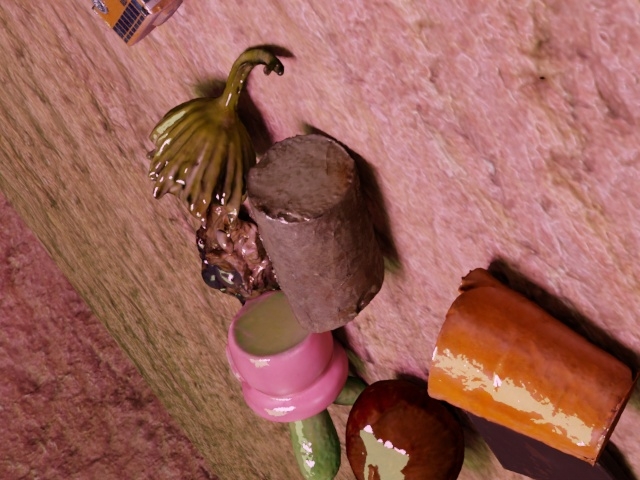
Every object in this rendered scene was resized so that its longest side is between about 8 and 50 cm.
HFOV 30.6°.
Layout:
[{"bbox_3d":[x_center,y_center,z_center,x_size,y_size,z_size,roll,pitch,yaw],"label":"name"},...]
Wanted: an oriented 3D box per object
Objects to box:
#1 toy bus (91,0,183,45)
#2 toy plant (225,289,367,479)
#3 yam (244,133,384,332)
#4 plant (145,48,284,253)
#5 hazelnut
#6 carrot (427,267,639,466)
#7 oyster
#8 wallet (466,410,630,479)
[{"bbox_3d":[-0.258,-0.354,1.685,0.103,0.091,0.182,48,160,-9],"label":"toy bus"},{"bbox_3d":[-0.045,0.250,2.236,0.317,0.210,0.356,-108,-8,-48],"label":"toy plant"},{"bbox_3d":[0.000,0.000,1.740,0.168,0.168,0.304,29,153,36],"label":"yam"},{"bbox_3d":[-0.122,-0.181,1.763,0.180,0.333,0.251,17,-144,-36],"label":"plant"},{"bbox_3d":[0.159,0.352,2.060,0.218,0.218,0.234,-7,105,63],"label":"hazelnut"},{"bbox_3d":[0.287,0.168,1.552,0.254,0.196,0.196,24,151,21],"label":"carrot"},{"bbox_3d":[-0.159,0.051,2.220,0.221,0.096,0.361,38,160,1],"label":"oyster"},{"bbox_3d":[0.362,0.338,1.839,0.165,0.042,0.309,54,158,-25],"label":"wallet"}]
